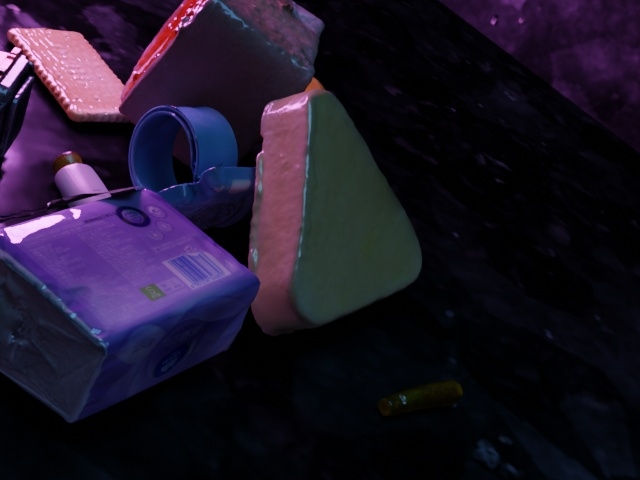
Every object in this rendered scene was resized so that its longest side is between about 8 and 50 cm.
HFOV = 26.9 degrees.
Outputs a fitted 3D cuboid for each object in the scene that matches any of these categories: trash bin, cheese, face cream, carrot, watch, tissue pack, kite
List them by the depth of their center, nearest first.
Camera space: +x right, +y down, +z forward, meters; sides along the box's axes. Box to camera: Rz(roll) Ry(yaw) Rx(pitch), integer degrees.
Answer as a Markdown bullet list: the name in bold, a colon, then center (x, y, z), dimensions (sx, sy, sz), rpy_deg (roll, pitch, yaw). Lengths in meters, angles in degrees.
- **tissue pack**: center (-0.279, 0.079, 1.746), dimensions (0.242, 0.160, 0.338), rpy_deg (37, 30, 20)
- **kite**: center (-0.368, -0.049, 1.851), dimensions (0.245, 0.015, 0.141), rpy_deg (-15, 2, -14)
- **trash bin**: center (-0.557, -0.214, 1.953), dimensions (0.238, 0.161, 0.184), rpy_deg (19, 30, -7)
- **face cream**: center (-0.345, -0.059, 2.005), dimensions (0.072, 0.051, 0.182), rpy_deg (-2, 44, -43)
- **carrot**: center (0.151, 0.241, 2.028), dimensions (0.170, 0.042, 0.042), rpy_deg (-7, 47, -44)
- **cheese**: center (0.000, -0.001, 2.060), dimensions (0.384, 0.104, 0.384), rpy_deg (18, 67, -52)
- **watch**: center (-0.203, -0.122, 2.094), dimensions (0.211, 0.211, 0.193), rpy_deg (-5, 64, -47)

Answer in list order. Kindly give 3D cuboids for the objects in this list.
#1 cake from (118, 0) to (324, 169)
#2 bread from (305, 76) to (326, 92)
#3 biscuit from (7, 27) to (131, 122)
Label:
- **cake**: center (-0.168, -0.286, 2.243), dimensions (0.230, 0.309, 0.237), rpy_deg (35, 30, -14)
- **bread**: center (-0.018, -0.221, 2.527), dimensions (0.142, 0.091, 0.305), rpy_deg (9, 35, -25)
- **biscuit**: center (-0.422, -0.283, 2.298), dimensions (0.160, 0.030, 0.250), rpy_deg (-6, 46, -47)
